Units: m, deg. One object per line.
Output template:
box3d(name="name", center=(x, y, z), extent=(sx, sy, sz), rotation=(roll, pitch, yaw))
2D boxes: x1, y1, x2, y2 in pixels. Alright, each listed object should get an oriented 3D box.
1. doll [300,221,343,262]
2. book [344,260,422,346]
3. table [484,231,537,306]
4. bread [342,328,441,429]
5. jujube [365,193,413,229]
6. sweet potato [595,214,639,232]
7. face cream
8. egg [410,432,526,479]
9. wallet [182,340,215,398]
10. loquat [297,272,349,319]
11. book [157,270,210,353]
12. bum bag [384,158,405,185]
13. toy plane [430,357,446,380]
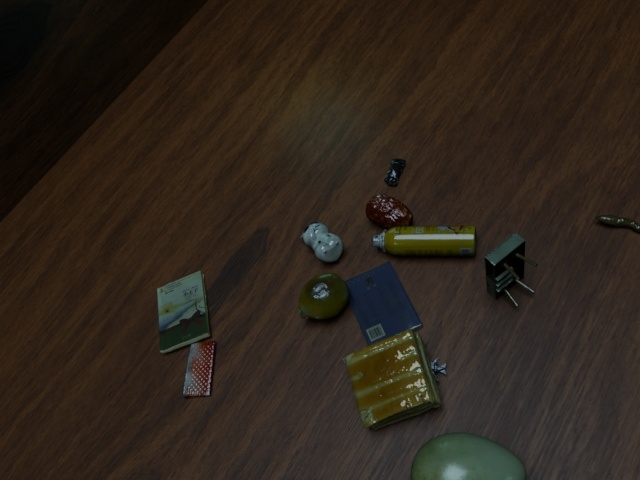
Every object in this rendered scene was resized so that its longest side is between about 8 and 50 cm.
box3d(name="doll", center=(0.003, 0.002, 1.955), extent=(0.110, 0.107, 0.180), rotation=(-34, 55, -13))
box3d(name="book", center=(0.203, 0.215, 1.807), extent=(0.191, 0.025, 0.269), rotation=(-25, 55, 2))
box3d(name="table", center=(0.582, 0.104, 1.612), extent=(0.121, 0.240, 0.111), rotation=(-38, 55, -5))
box3d(name="bread", center=(0.212, 0.422, 1.607), extent=(0.246, 0.111, 0.239), rotation=(-25, 52, 17))
box3d(name="jujube", center=(0.252, -0.099, 1.939), extent=(0.176, 0.109, 0.112), rotation=(27, 107, 22))
box3d(name="sweet potato", center=(0.960, -0.056, 1.706), extent=(0.153, 0.038, 0.041), rotation=(21, 92, 20))
box3d(name="face cream", center=(0.353, 0.002, 1.837), extent=(0.349, 0.105, 0.105), rotation=(-1, 60, 19))
box3d(name="egg", center=(0.383, 0.612, 1.384), extent=(0.296, 0.218, 0.218), rotation=(-6, 58, 5))
box3d(name="wallet", center=(-0.424, 0.452, 1.878), extent=(0.103, 0.020, 0.196), rotation=(-8, 58, 14))
box3d(name="loquat", center=(0.007, 0.195, 1.815), extent=(0.195, 0.152, 0.152), rotation=(-31, 54, -11))
box3d(name="book", center=(-0.520, 0.267, 2.015), extent=(0.201, 0.026, 0.289), rotation=(-23, 52, 6))
box3d(name="bum bag", center=(0.287, -0.267, 2.067), extent=(0.058, 0.034, 0.124), rotation=(19, 67, 18))
box3d(name="toy plane", center=(0.345, 0.396, 1.643), extent=(0.083, 0.031, 0.078), rotation=(-3, 43, 14))
